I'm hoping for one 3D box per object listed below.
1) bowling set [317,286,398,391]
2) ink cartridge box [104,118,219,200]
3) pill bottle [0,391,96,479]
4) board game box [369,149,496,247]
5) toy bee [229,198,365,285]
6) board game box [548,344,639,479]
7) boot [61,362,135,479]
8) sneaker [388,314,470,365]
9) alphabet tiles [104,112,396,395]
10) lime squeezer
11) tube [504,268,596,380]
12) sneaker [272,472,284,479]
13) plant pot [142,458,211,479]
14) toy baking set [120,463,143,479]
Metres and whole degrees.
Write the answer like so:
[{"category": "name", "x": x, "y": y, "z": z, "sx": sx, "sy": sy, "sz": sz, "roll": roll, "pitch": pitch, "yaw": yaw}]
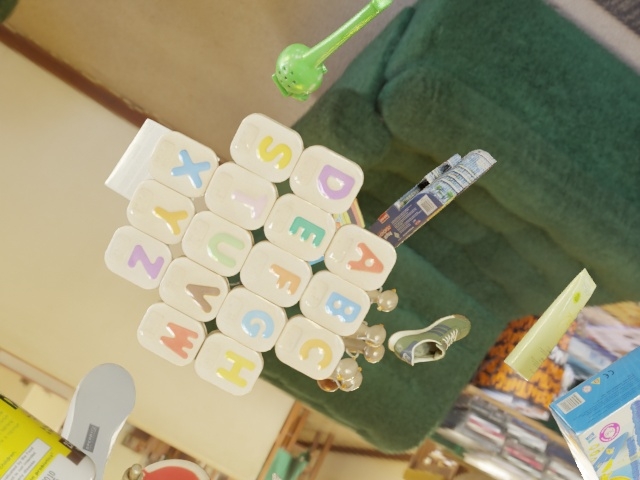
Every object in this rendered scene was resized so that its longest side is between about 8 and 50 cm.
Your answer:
[{"category": "bowling set", "x": 0.065, "y": 0.229, "z": 1.542, "sx": 0.154, "sy": 0.287, "sz": 0.200, "roll": 15, "pitch": 132, "yaw": 29}, {"category": "ink cartridge box", "x": -0.270, "y": -0.116, "z": 1.328, "sx": 0.179, "sy": 0.145, "sz": 0.045, "roll": 30, "pitch": 175, "yaw": 23}, {"category": "pill bottle", "x": -0.277, "y": 0.147, "z": 0.536, "sx": 0.215, "sy": 0.117, "sz": 0.117, "roll": 38, "pitch": 159, "yaw": -4}, {"category": "board game box", "x": 0.200, "y": -0.087, "z": 1.284, "sx": 0.060, "sy": 0.194, "sz": 0.194, "roll": 49, "pitch": 148, "yaw": 4}, {"category": "toy bee", "x": 0.000, "y": 0.000, "z": 1.232, "sx": 0.162, "sy": 0.298, "sz": 0.195, "roll": -10, "pitch": 124, "yaw": 42}, {"category": "board game box", "x": 0.578, "y": 0.313, "z": 1.282, "sx": 0.302, "sy": 0.308, "sz": 0.086, "roll": 58, "pitch": 179, "yaw": -30}, {"category": "boot", "x": -0.358, "y": 0.304, "z": 1.126, "sx": 0.095, "sy": 0.258, "sz": 0.123, "roll": 33, "pitch": 120, "yaw": -15}, {"category": "sneaker", "x": 0.244, "y": 0.216, "z": 1.586, "sx": 0.086, "sy": 0.192, "sz": 0.064, "roll": -134, "pitch": 37, "yaw": -56}, {"category": "alphabet tiles", "x": -0.078, "y": 0.019, "z": 0.799, "sx": 0.278, "sy": 0.284, "sz": 0.021, "roll": 29, "pitch": -169, "yaw": 0}, {"category": "lime squeezer", "x": -0.011, "y": -0.211, "z": 0.885, "sx": 0.059, "sy": 0.110, "sz": 0.310, "roll": 39, "pitch": 173, "yaw": -8}, {"category": "tube", "x": 0.459, "y": 0.166, "z": 1.497, "sx": 0.062, "sy": 0.240, "sz": 0.070, "roll": 39, "pitch": 178, "yaw": 0}, {"category": "sneaker", "x": -0.130, "y": 0.472, "z": 1.297, "sx": 0.084, "sy": 0.185, "sz": 0.069, "roll": 51, "pitch": 143, "yaw": 26}, {"category": "plant pot", "x": -0.315, "y": 0.628, "z": 1.635, "sx": 0.275, "sy": 0.275, "sz": 0.243, "roll": 16, "pitch": 127, "yaw": 29}, {"category": "toy baking set", "x": -0.242, "y": 0.425, "z": 1.127, "sx": 0.197, "sy": 0.030, "sz": 0.256, "roll": 52, "pitch": 143, "yaw": 21}]
